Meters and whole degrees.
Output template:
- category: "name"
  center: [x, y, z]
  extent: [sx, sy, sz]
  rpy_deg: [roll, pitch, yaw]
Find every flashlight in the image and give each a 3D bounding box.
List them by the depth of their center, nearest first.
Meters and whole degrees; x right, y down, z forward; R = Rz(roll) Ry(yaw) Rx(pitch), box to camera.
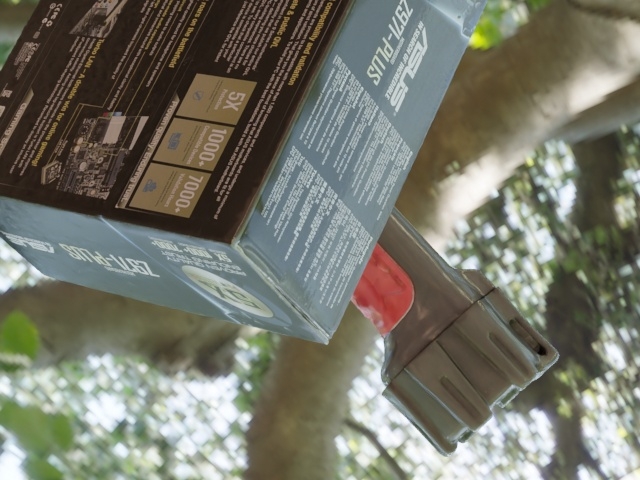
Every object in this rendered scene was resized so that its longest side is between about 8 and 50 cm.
- category: "flashlight"
  center: [0.000, 0.000, 1.078]
  extent: [0.304, 0.103, 0.103]
  rpy_deg: [48, -55, 8]

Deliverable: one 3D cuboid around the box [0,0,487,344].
- category: "box"
  center: [-0.035, -0.067, 0.666]
  extent: [0.147, 0.077, 0.180]
  rpy_deg: [10, -114, 35]
